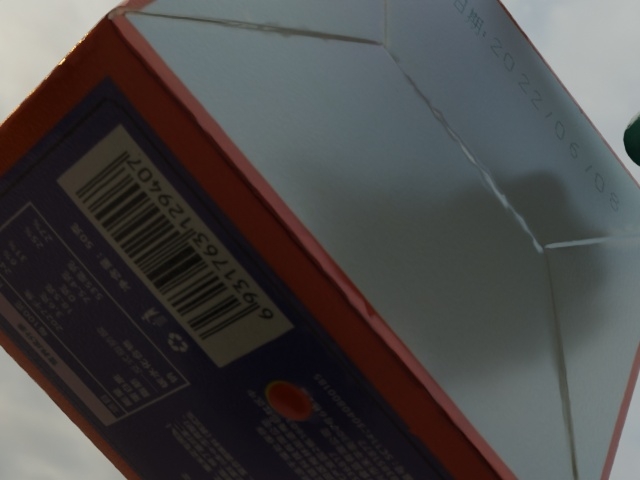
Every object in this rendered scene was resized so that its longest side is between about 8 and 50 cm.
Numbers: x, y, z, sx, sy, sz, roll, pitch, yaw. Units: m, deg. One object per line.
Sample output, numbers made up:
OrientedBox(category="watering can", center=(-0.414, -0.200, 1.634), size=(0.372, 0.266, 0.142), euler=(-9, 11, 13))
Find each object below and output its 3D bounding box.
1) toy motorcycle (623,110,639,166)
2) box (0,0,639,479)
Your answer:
OrientedBox(category="toy motorcycle", center=(0.265, -0.070, 0.550), size=(0.198, 0.109, 0.296), euler=(5, -11, 24))
OrientedBox(category="box", center=(0.000, 0.000, 0.633), size=(0.257, 0.318, 0.348), euler=(-31, -75, 39))
